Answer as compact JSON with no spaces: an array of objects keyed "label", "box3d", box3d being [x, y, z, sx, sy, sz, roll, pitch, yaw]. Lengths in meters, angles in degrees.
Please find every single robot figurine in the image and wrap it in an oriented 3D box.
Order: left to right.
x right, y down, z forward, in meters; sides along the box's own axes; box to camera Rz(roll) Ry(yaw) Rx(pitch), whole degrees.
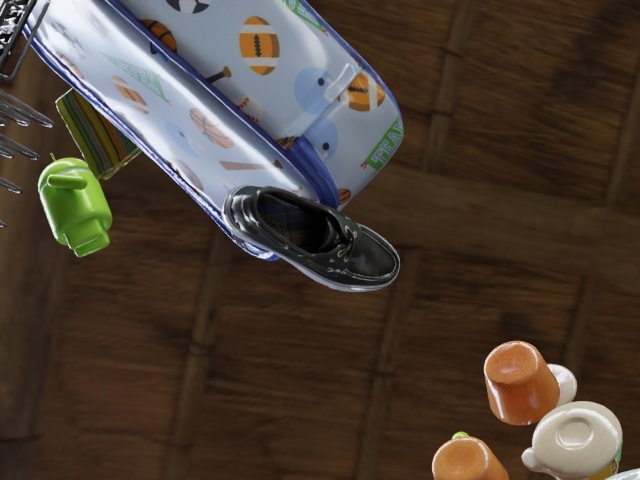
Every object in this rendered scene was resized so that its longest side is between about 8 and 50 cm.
[{"label":"robot figurine","box3d":[-0.271,-0.041,1.512,0.067,0.101,0.115,-25,-114,0]}]

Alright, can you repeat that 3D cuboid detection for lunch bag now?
[{"label":"lunch bag","box3d":[-0.088,-0.115,1.026,0.303,0.115,0.243,45,-23,-5]}]

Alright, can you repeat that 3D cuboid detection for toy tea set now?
[{"label":"toy tea set","box3d":[0.197,0.257,1.333,0.200,0.124,0.336,8,-129,33]}]

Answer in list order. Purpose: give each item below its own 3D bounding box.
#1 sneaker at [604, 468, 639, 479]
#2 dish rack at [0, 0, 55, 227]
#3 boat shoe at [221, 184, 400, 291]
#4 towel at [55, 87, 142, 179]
[{"label":"sneaker","box3d":[0.348,0.204,1.149,0.237,0.085,0.086,-23,-110,5]},{"label":"dish rack","box3d":[-0.244,-0.040,0.852,0.208,0.074,0.272,9,-108,53]},{"label":"boat shoe","box3d":[0.000,0.000,0.927,0.040,0.142,0.049,-7,-115,59]},{"label":"towel","box3d":[-0.174,-0.164,1.395,0.237,0.021,0.102,-36,-98,30]}]
